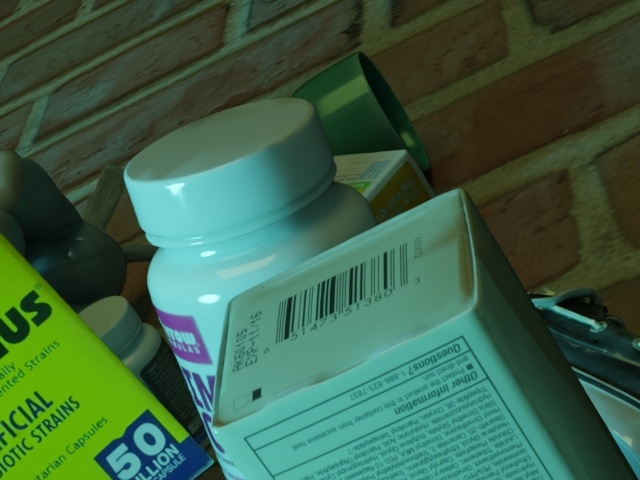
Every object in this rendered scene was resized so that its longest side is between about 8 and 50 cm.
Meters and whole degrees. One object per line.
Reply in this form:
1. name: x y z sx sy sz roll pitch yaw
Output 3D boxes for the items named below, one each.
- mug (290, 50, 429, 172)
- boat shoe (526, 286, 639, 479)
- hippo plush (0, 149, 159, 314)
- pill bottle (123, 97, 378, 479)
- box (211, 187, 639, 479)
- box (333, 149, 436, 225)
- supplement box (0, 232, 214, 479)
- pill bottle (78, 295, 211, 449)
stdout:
1. mug: 0.033 -0.090 1.621 0.097 0.158 0.129 -30 49 12
2. boat shoe: 0.163 0.083 1.153 0.105 0.113 0.306 -34 27 -19
3. hippo plush: -0.322 0.043 1.639 0.237 0.234 0.294 -18 29 27
4. pill bottle: -0.021 0.058 1.177 0.160 0.283 0.160 -18 19 6
5. box: 0.086 0.146 0.885 0.148 0.311 0.121 -25 26 14
6. box: 0.000 0.000 1.498 0.203 0.103 0.114 -3 38 47
7. supplement box: -0.280 0.110 1.273 0.194 0.356 0.195 -43 -3 -20
8. pill bottle: -0.149 0.117 1.417 0.078 0.137 0.078 -26 25 13
